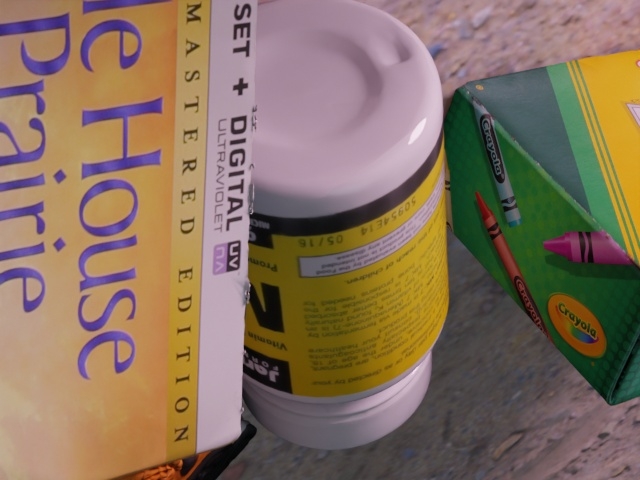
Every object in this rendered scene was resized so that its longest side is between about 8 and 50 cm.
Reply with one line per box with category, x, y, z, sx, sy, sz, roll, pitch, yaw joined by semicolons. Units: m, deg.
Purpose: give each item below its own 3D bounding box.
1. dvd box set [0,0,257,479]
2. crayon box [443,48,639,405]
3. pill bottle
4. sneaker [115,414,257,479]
dvd box set;-0.208;-0.026;0.606;0.420;0.062;0.308;-12;117;-35
crayon box;0.214;-0.026;1.006;0.278;0.165;0.081;-14;138;-34
pill bottle;0.000;0.000;0.871;0.119;0.119;0.208;-28;144;-17
sneaker;-0.113;0.085;0.892;0.099;0.121;0.262;-48;169;0
